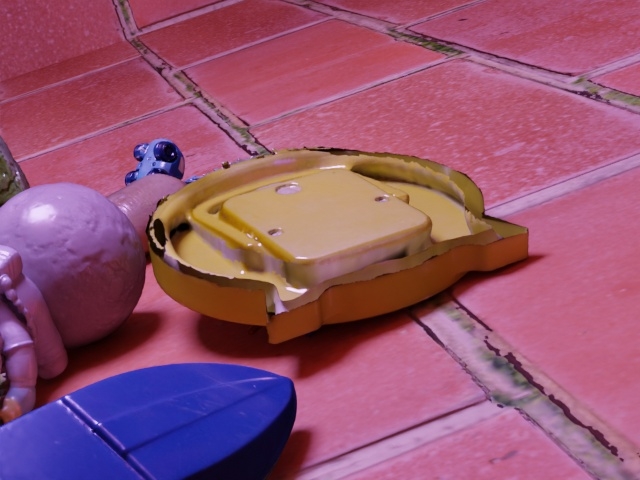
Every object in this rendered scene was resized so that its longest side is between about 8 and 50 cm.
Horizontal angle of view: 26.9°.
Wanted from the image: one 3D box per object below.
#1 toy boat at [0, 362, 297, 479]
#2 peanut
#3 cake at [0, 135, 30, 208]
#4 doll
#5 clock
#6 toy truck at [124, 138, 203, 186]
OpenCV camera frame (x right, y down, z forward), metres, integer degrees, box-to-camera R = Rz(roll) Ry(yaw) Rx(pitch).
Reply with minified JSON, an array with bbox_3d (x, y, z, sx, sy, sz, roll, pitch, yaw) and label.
[{"bbox_3d":[-0.117,0.141,0.775,0.129,0.088,0.295,37,40,27],"label":"toy boat"},{"bbox_3d":[-0.186,-0.018,1.352,0.152,0.076,0.076,-28,20,-37],"label":"peanut"},{"bbox_3d":[-0.492,-0.037,1.764,0.235,0.099,0.100,-39,19,2],"label":"cake"},{"bbox_3d":[-0.256,0.055,1.072,0.150,0.151,0.287,-7,20,31],"label":"doll"},{"bbox_3d":[0.000,0.003,1.108,0.277,0.071,0.293,-14,27,-18],"label":"clock"},{"bbox_3d":[-0.169,-0.071,1.513,0.056,0.090,0.073,2,70,45],"label":"toy truck"}]
